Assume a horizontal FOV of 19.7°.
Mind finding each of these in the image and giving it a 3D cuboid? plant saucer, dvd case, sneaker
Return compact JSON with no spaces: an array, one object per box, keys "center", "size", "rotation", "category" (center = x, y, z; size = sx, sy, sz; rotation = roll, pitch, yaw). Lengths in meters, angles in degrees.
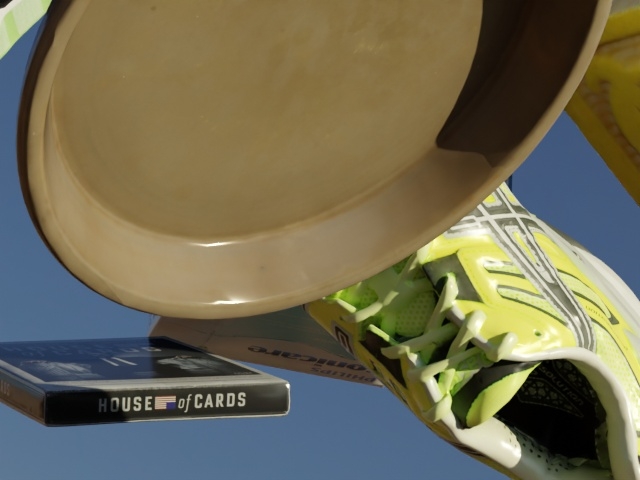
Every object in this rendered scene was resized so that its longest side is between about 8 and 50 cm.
[{"center":[-0.001,-0.078,0.772],"size":[0.041,0.278,0.278],"rotation":[56,3,37],"category":"plant saucer"},{"center":[-0.152,0.100,1.343],"size":[0.179,0.029,0.239],"rotation":[0,6,-26],"category":"dvd case"},{"center":[0.059,0.012,0.988],"size":[0.385,0.147,0.145],"rotation":[35,-70,-21],"category":"sneaker"}]

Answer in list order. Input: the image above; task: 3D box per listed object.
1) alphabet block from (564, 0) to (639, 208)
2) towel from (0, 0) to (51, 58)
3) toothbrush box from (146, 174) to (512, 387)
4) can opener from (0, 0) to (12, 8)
[{"center":[0.290,-0.134,1.224],"size":[0.192,0.197,0.193],"rotation":[49,-23,-13],"category":"alphabet block"},{"center":[-0.160,-0.170,1.047],"size":[0.023,0.113,0.152],"rotation":[42,-20,15],"category":"towel"},{"center":[0.000,0.000,1.460],"size":[0.216,0.126,0.295],"rotation":[11,-26,-13],"category":"toothbrush box"},{"center":[-0.242,-0.134,0.739],"size":[0.283,0.095,0.076],"rotation":[23,-43,20],"category":"can opener"}]
